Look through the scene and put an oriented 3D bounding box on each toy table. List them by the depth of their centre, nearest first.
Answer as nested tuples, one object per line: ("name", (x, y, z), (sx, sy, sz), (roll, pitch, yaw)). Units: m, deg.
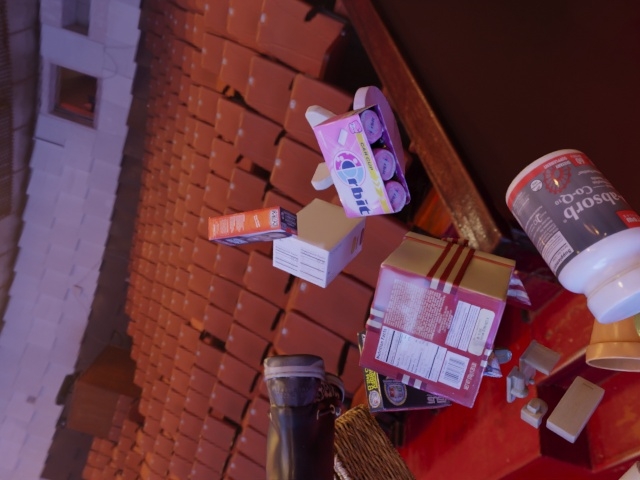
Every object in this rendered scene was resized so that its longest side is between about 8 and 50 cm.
("toy table", (0.085, -0.227, 1.185), (0.252, 0.161, 0.274), (-60, -43, -43))

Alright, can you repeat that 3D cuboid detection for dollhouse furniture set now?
("dollhouse furniture set", (0.450, 0.313, 0.975), (0.144, 0.151, 0.123), (-41, -44, -23))

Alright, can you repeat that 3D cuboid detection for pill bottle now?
("pill bottle", (0.597, -0.013, 1.119), (0.210, 0.210, 0.363), (110, 146, -48))

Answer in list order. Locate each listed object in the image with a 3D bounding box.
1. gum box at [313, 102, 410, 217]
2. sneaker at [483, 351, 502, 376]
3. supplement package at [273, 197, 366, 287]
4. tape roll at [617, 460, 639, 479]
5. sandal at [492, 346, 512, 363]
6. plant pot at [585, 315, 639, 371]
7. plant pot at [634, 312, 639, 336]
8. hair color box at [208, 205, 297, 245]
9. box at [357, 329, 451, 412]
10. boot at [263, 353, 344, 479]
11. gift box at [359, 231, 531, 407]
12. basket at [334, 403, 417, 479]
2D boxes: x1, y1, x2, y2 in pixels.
("gum box", (0.075, -0.130, 0.875), (0.107, 0.188, 0.062), (-3, 27, 46))
("sneaker", (0.534, 0.392, 1.624), (0.191, 0.071, 0.083), (31, -122, -50))
("supplement package", (0.000, 0.000, 1.652), (0.262, 0.204, 0.145), (-43, -34, -46))
("tape roll", (0.851, 0.673, 1.185), (0.100, 0.286, 0.286), (-58, 7, 15))
("sandal", (0.619, 0.447, 1.843), (0.060, 0.219, 0.090), (-127, 38, -62))
("plant pot", (1.156, 0.368, 1.874), (0.291, 0.291, 0.203), (115, 165, -69))
("plant pot", (0.872, 0.173, 1.109), (0.254, 0.276, 0.276), (-53, 17, 47))
("hair color box", (-0.119, -0.023, 0.880), (0.072, 0.141, 0.043), (22, -118, -65))
("box", (0.236, 0.360, 1.394), (0.060, 0.270, 0.216), (-35, 54, 45))
("boot", (-0.022, 0.384, 0.916), (0.377, 0.138, 0.284), (78, -172, -62))
("gift box", (0.250, 0.149, 0.977), (0.258, 0.276, 0.255), (-35, -37, -62))
("basket", (0.080, 0.628, 1.308), (0.223, 0.299, 0.213), (-11, -32, -53))
